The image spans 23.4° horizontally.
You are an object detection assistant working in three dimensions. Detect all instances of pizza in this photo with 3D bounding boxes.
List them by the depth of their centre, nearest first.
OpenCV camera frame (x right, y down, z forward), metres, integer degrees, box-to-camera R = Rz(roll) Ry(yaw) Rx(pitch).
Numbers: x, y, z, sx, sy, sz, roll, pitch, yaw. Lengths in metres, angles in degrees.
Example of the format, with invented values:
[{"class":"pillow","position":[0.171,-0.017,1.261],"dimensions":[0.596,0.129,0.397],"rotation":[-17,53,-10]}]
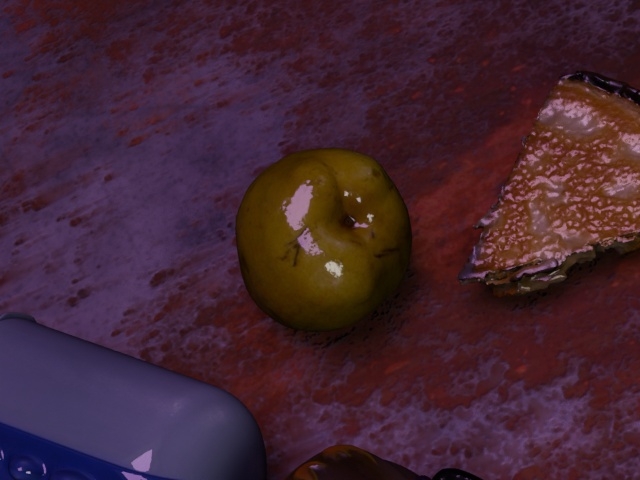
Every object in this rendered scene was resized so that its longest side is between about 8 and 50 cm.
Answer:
[{"class":"pizza","position":[0.298,-0.031,1.583],"dimensions":[0.251,0.074,0.287],"rotation":[21,70,30]}]

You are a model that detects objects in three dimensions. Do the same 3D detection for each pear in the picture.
[{"class":"pear","position":[0.000,0.000,1.610],"dimensions":[0.200,0.200,0.200],"rotation":[-10,57,15]}]

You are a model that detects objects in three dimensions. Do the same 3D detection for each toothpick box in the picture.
[{"class":"toothpick box","position":[-0.215,0.226,1.503],"dimensions":[0.355,0.263,0.263],"rotation":[15,66,26]}]

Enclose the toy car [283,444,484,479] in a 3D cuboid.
[{"class":"toy car","position":[0.096,0.315,1.340],"dimensions":[0.341,0.240,0.271],"rotation":[19,70,32]}]
